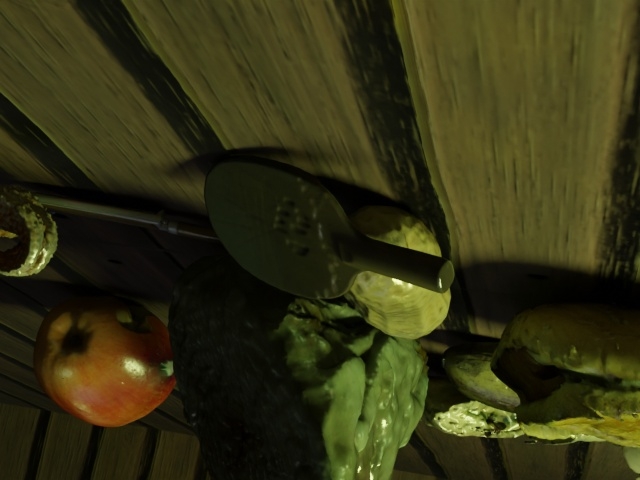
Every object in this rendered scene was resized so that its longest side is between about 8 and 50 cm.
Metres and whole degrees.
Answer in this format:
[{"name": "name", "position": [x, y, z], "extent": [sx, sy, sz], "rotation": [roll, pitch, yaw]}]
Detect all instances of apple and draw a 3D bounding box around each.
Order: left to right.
[{"name": "apple", "position": [-0.294, 0.157, 1.564], "extent": [0.199, 0.199, 0.199], "rotation": [10, 164, 3]}]

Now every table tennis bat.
[{"name": "table tennis bat", "position": [0.000, 0.000, 0.918], "extent": [0.234, 0.022, 0.131], "rotation": [17, 133, 32]}]

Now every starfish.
[{"name": "starfish", "position": [-0.363, -0.047, 1.000], "extent": [0.303, 0.113, 0.312], "rotation": [18, 166, -5]}]

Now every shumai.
[{"name": "shumai", "position": [0.022, 0.143, 1.150], "extent": [0.263, 0.309, 0.304], "rotation": [-17, -159, -32]}]

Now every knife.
[{"name": "knife", "position": [-0.159, -0.021, 1.109], "extent": [0.256, 0.022, 0.046], "rotation": [11, 175, 3]}]

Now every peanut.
[{"name": "peanut", "position": [0.062, 0.027, 1.014], "extent": [0.098, 0.090, 0.214], "rotation": [36, 170, 19]}]

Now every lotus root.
[{"name": "lotus root", "position": [0.231, 0.168, 1.395], "extent": [0.179, 0.081, 0.089], "rotation": [11, 163, -2]}]

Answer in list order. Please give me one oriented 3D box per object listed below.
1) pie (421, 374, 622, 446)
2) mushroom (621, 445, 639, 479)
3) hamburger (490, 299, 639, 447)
[{"name": "pie", "position": [0.267, 0.231, 1.561], "extent": [0.337, 0.075, 0.337], "rotation": [6, 176, 0]}, {"name": "mushroom", "position": [0.571, 0.252, 1.357], "extent": [0.407, 0.138, 0.154], "rotation": [-6, 162, 45]}, {"name": "hamburger", "position": [0.313, 0.132, 1.133], "extent": [0.284, 0.134, 0.265], "rotation": [4, 161, 0]}]
